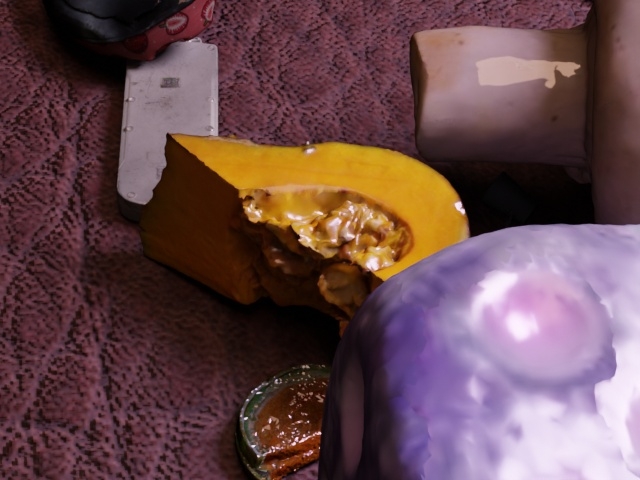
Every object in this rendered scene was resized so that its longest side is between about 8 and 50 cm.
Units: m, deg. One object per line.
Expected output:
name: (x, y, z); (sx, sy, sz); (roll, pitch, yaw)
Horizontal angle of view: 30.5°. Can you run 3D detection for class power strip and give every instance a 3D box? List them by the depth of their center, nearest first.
power strip: (-0.124, -0.098, 0.973); (0.080, 0.029, 0.227); (0, 49, -5)

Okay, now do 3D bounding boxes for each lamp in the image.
lamp: (0.137, -0.005, 0.931); (0.054, 0.041, 0.121); (37, 49, 11)

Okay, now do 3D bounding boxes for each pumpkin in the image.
pumpkin: (-0.002, -0.004, 0.839); (0.248, 0.131, 0.126); (32, 51, 22)

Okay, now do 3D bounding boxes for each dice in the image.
dice: (0.143, 0.170, 0.614); (0.270, 0.270, 0.271); (2, 48, -8)

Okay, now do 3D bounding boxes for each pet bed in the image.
pet bed: (-0.156, -0.243, 1.026); (0.201, 0.053, 0.201); (-11, 57, 18)

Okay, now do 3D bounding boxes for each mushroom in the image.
mushroom: (0.220, -0.106, 0.889); (0.290, 0.292, 0.292); (1, 45, 20)

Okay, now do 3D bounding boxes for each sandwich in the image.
sandwich: (-0.019, 0.119, 0.798); (0.101, 0.026, 0.069); (-28, 56, -30)
